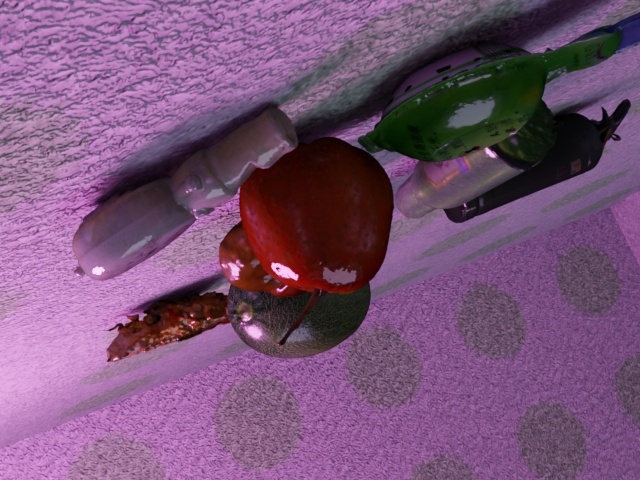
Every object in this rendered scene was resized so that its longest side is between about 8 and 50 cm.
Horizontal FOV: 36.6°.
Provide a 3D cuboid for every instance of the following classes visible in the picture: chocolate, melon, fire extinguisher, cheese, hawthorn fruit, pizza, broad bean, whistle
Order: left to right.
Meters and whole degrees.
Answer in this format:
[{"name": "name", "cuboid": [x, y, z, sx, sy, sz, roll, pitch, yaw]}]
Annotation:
[{"name": "pizza", "cuboid": [-0.243, 0.125, 1.530, 0.226, 0.069, 0.147, -18, -170, -18]}, {"name": "whistle", "cuboid": [-0.135, -0.039, 0.891, 0.258, 0.067, 0.126, -32, -178, 17]}, {"name": "melon", "cuboid": [-0.036, 0.089, 1.474, 0.182, 0.182, 0.288, -30, 170, 31]}, {"name": "broad bean", "cuboid": [-0.028, 0.002, 1.199, 0.156, 0.122, 0.228, -28, 173, 33]}, {"name": "hawthorn fruit", "cuboid": [0.000, 0.000, 0.984, 0.163, 0.203, 0.162, -8, 170, -1]}, {"name": "chocolate", "cuboid": [0.181, -0.096, 1.259, 0.110, 0.110, 0.291, -20, 172, -26]}, {"name": "cheese", "cuboid": [0.189, -0.157, 0.969, 0.320, 0.083, 0.204, -24, 169, 12]}, {"name": "fire extinguisher", "cuboid": [0.324, -0.127, 1.447, 0.311, 0.095, 0.114, -20, 139, -17]}]
